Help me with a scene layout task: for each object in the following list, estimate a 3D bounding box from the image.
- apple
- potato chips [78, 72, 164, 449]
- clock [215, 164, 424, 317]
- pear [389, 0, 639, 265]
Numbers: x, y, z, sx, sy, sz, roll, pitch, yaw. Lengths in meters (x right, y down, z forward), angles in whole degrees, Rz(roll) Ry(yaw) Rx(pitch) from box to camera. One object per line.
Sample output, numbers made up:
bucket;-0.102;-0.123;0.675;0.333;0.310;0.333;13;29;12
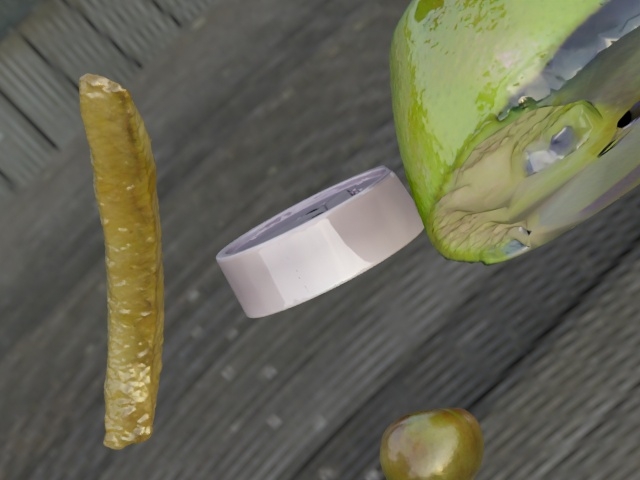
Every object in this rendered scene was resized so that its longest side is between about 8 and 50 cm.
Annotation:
apple;0.094;0.175;1.478;0.090;0.089;0.074;-29;80;11
potato chips;-0.177;0.014;1.647;0.057;0.407;0.080;6;34;8
clock;0.000;0.000;1.723;0.197;0.068;0.197;-27;7;4
pear;0.201;-0.158;1.457;0.399;0.399;0.165;-36;72;4
